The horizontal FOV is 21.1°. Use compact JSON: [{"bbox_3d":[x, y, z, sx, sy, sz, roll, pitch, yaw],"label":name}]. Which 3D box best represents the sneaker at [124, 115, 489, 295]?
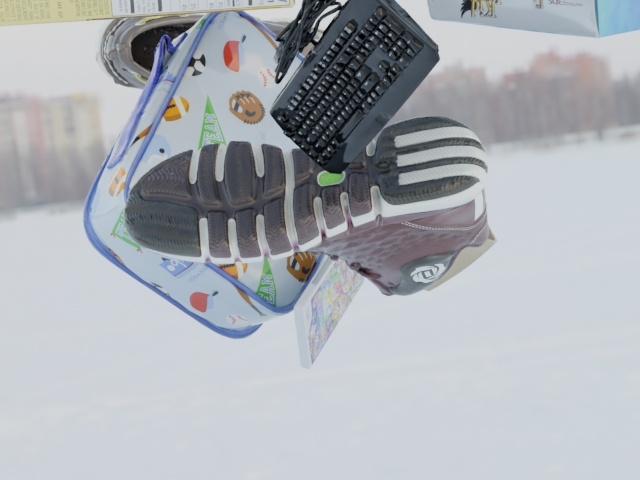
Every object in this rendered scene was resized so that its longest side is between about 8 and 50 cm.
[{"bbox_3d":[0.000,0.000,1.335,0.281,0.106,0.162,-6,-34,13],"label":"sneaker"}]

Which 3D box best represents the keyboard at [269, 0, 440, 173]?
[{"bbox_3d":[0.004,-0.109,1.160,0.038,0.100,0.192,-42,-4,-32],"label":"keyboard"}]

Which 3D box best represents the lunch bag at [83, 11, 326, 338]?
[{"bbox_3d":[-0.090,-0.076,1.695,0.243,0.303,0.115,34,-35,-17],"label":"lunch bag"}]

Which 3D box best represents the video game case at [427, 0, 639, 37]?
[{"bbox_3d":[0.271,-0.231,1.517,0.269,0.061,0.244,-13,15,-27],"label":"video game case"}]

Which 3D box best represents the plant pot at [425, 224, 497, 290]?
[{"bbox_3d":[0.106,-0.010,1.851,0.109,0.096,0.109,19,29,-31],"label":"plant pot"}]

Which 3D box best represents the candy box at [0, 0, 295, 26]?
[{"bbox_3d":[-0.189,-0.281,1.579,0.316,0.087,0.183,-5,38,-5],"label":"candy box"}]

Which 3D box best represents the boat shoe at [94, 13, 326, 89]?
[{"bbox_3d":[-0.088,-0.201,1.946,0.324,0.116,0.097,6,7,-23],"label":"boat shoe"}]

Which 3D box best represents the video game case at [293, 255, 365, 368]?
[{"bbox_3d":[0.010,0.050,1.610,0.011,0.087,0.122,18,51,20],"label":"video game case"}]
